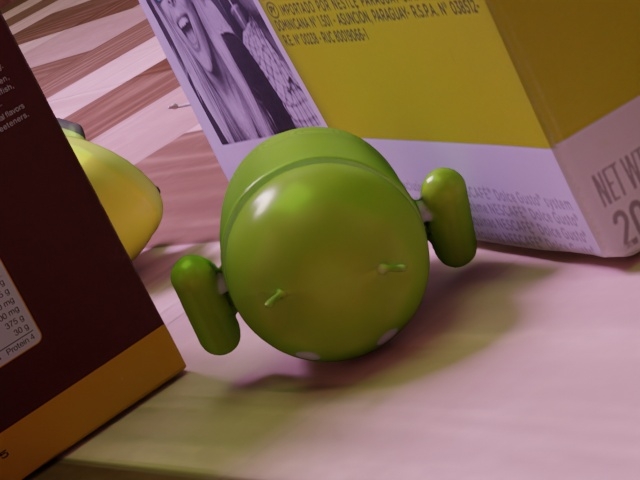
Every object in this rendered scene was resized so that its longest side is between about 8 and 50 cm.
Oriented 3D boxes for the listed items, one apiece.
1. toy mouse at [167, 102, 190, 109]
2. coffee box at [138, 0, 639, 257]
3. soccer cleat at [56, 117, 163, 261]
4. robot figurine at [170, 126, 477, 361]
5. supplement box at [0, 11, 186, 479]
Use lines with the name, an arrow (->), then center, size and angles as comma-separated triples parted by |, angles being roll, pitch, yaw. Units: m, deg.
toy mouse -> -0.022, -0.099, 1.038 | 0.143, 0.031, 0.161 | -30, 15, -16
coffee box -> 0.091, -0.226, 0.683 | 0.337, 0.334, 0.338 | -31, 15, -16
soccer cleat -> -0.190, 0.020, 0.850 | 0.289, 0.093, 0.121 | -11, 44, 39
robot figurine -> 0.000, 0.000, 0.584 | 0.101, 0.067, 0.115 | -18, 15, 0
supplement box -> -0.184, -0.005, 0.664 | 0.129, 0.194, 0.191 | -33, 16, -27
